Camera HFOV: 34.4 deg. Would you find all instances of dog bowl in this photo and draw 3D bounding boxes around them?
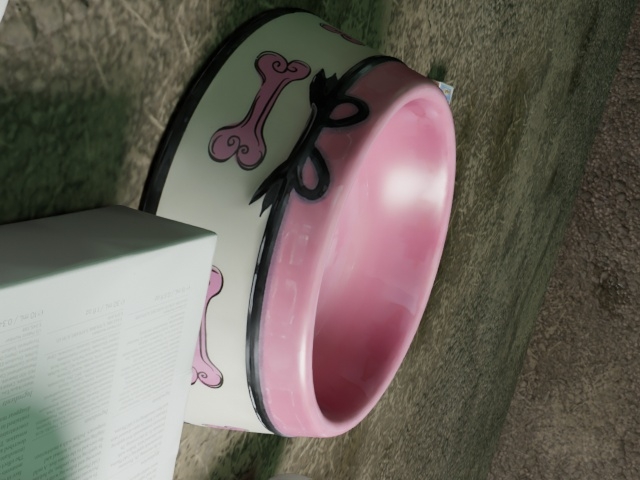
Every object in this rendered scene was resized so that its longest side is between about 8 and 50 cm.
[{"bbox_3d":[0.000,0.000,0.968,0.408,0.150,0.408,-49,148,-46],"label":"dog bowl"}]

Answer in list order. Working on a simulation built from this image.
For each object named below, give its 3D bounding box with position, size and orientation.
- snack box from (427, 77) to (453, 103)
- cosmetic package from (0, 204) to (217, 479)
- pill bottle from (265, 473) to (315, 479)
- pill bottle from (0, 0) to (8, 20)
[{"bbox_3d":[0.140,-0.125,1.385,0.064,0.022,0.178,-3,108,-66],"label":"snack box"},{"bbox_3d":[-0.215,0.142,0.619,0.377,0.097,0.284,-17,119,-64],"label":"cosmetic package"},{"bbox_3d":[-0.070,0.345,1.070,0.229,0.131,0.131,-25,128,-62],"label":"pill bottle"},{"bbox_3d":[-0.229,-0.131,0.313,0.265,0.153,0.153,27,80,-68],"label":"pill bottle"}]
